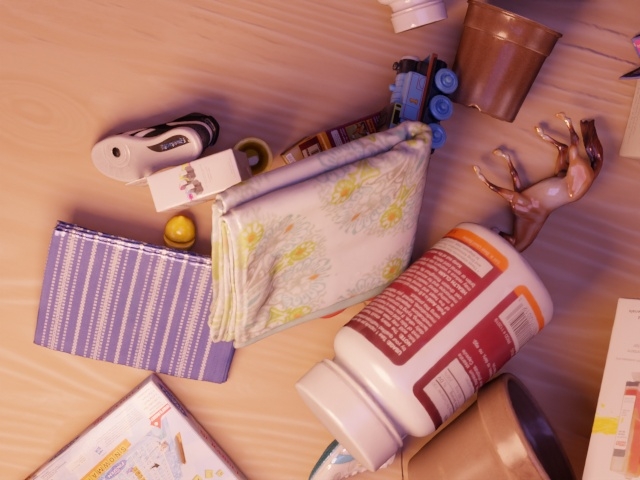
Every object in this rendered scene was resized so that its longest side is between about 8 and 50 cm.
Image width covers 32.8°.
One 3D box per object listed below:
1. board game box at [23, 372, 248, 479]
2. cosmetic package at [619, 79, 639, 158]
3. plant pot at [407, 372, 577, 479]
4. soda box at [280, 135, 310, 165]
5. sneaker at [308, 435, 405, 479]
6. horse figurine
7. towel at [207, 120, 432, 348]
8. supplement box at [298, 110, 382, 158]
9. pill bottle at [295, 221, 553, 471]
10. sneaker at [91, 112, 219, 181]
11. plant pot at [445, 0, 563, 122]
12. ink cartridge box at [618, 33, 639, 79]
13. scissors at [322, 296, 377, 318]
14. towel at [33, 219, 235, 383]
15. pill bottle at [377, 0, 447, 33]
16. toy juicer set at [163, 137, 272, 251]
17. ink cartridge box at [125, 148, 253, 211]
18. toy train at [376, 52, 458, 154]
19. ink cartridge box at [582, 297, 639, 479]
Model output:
[{"bbox_3d":[-0.301,0.444,1.836,0.318,0.066,0.318,-39,99,1],"label":"board game box"},{"bbox_3d":[0.618,-0.195,1.819,0.151,0.183,0.151,12,94,-7],"label":"cosmetic package"},{"bbox_3d":[0.278,0.387,1.824,0.229,0.263,0.263,-31,98,15],"label":"plant pot"},{"bbox_3d":[0.008,-0.085,1.825,0.058,0.061,0.181,-35,98,-2],"label":"soda box"},{"bbox_3d":[0.072,0.362,1.861,0.228,0.087,0.092,-42,91,-1],"label":"sneaker"},{"bbox_3d":[0.385,-0.105,1.863,0.263,0.066,0.174,-32,92,0],"label":"horse figurine"},{"bbox_3d":[0.000,0.000,1.678,0.374,0.321,0.090,-22,55,-24],"label":"towel"},{"bbox_3d":[0.073,-0.146,1.778,0.188,0.080,0.104,-22,92,-29],"label":"supplement box"},{"bbox_3d":[0.165,0.172,1.755,0.392,0.224,0.224,-41,98,-12],"label":"pill bottle"},{"bbox_3d":[-0.260,-0.156,1.786,0.216,0.121,0.079,-5,110,28],"label":"sneaker"},{"bbox_3d":[0.289,-0.291,1.794,0.166,0.167,0.165,20,101,-8],"label":"plant pot"},{"bbox_3d":[0.651,-0.364,1.804,0.311,0.186,0.065,-31,101,-2],"label":"ink cartridge box"},{"bbox_3d":[0.115,0.078,1.873,0.297,0.021,0.109,-1,94,-5],"label":"scissors"},{"bbox_3d":[-0.290,0.106,1.793,0.335,0.040,0.243,13,117,-7],"label":"towel"},{"bbox_3d":[0.136,-0.457,1.771,0.124,0.124,0.222,-18,98,-4],"label":"pill bottle"},{"bbox_3d":[-0.150,0.007,1.803,0.209,0.089,0.329,-15,97,-5],"label":"toy juicer set"},{"bbox_3d":[-0.204,-0.088,1.719,0.181,0.104,0.062,-17,88,9],"label":"ink cartridge box"},{"bbox_3d":[0.153,-0.216,1.743,0.105,0.080,0.184,19,73,-19],"label":"toy train"},{"bbox_3d":[0.589,0.317,1.779,0.279,0.160,0.385,24,76,-38],"label":"ink cartridge box"}]
